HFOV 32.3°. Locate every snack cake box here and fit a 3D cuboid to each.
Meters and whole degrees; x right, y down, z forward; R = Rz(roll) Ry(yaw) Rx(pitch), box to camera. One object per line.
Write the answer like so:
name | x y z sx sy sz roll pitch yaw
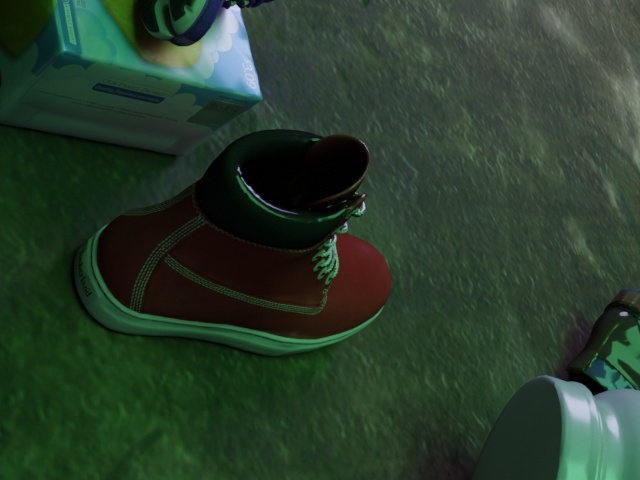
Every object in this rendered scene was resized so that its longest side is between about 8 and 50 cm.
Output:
snack cake box | -0.144 -0.197 0.706 0.152 0.089 0.264 6 63 -46

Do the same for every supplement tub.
supplement tub | 0.247 0.212 0.734 0.272 0.191 0.191 20 48 -6

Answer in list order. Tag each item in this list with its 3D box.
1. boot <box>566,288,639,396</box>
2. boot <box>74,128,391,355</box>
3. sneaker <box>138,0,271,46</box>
boot | 0.299 0.162 1.006 0.106 0.082 0.219 -38 101 -30
boot | 0.000 0.000 0.671 0.244 0.176 0.088 6 61 -48
sneaker | -0.051 -0.165 0.667 0.071 0.068 0.170 50 37 -24
